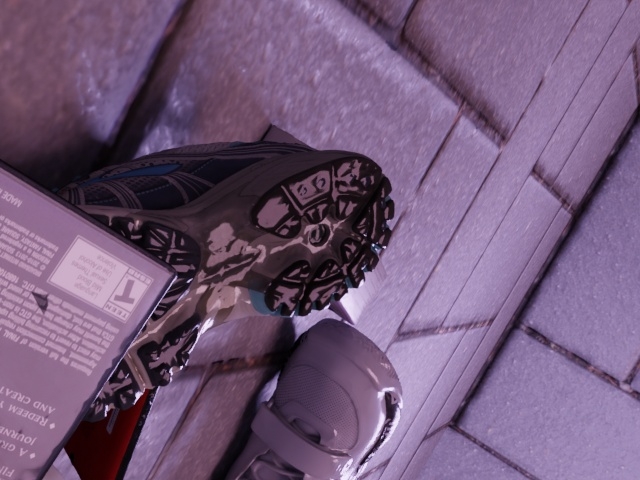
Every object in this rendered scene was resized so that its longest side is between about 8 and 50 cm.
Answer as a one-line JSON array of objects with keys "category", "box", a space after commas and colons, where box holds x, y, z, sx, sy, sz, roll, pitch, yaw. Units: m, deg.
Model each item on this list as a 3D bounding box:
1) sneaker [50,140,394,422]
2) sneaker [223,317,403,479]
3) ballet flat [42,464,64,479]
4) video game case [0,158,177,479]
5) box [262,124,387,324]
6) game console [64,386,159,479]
[{"category": "sneaker", "box": [-0.102, 0.010, 0.542, 0.283, 0.122, 0.110, -14, 116, -34]}, {"category": "sneaker", "box": [-0.036, 0.253, 1.077, 0.210, 0.137, 0.365, -47, 163, -41]}, {"category": "ballet flat", "box": [-0.168, 0.259, 0.695, 0.139, 0.139, 0.400, -49, 155, -28]}, {"category": "video game case", "box": [-0.199, 0.083, 0.392, 0.196, 0.026, 0.274, 37, 85, -44]}, {"category": "box", "box": [0.000, 0.000, 0.879, 0.067, 0.063, 0.324, -55, 162, -7]}, {"category": "game console", "box": [-0.114, 0.079, 0.671, 0.085, 0.124, 0.144, 2, 121, -40]}]
